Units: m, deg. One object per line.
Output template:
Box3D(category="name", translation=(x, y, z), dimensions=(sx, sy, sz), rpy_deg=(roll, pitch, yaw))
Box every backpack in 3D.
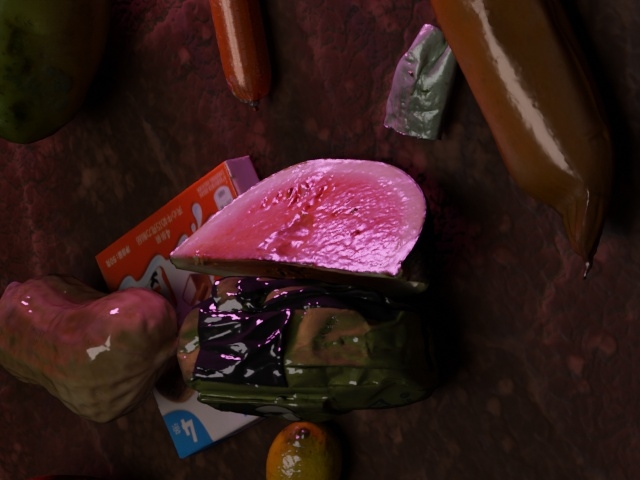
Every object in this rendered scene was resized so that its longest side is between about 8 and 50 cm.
Box3D(category="backpack", translation=(-0.006, 0.109, 1.822), dimensions=(0.253, 0.207, 0.140), rpy_deg=(0, 81, 11))

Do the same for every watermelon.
Box3D(category="watermelon", translation=(0.015, 0.014, 1.852), dimensions=(0.303, 0.159, 0.128), rpy_deg=(4, 133, 39))

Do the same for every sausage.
Box3D(category="sausage", translation=(0.196, -0.125, 1.652), dimensions=(0.112, 0.112, 0.328), rpy_deg=(-29, 81, 44))
Box3D(category="sausage", translation=(-0.100, -0.306, 1.922), dimensions=(0.053, 0.053, 0.347), rpy_deg=(-4, 98, 44))

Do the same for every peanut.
Box3D(category="peanut", translation=(-0.270, 0.123, 2.073), dimensions=(0.291, 0.143, 0.159), rpy_deg=(6, 96, 47))

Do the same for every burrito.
Box3D(category="burrito", translation=(0.099, -0.155, 1.781), dimensions=(0.074, 0.044, 0.118), rpy_deg=(34, 126, 37))

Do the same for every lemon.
Box3D(category="lemon", translation=(-0.018, 0.245, 1.973), dimensions=(0.082, 0.082, 0.110), rpy_deg=(31, 121, 34))

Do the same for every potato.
Box3D(category="potato", translation=(-0.334, -0.259, 2.057), dimensions=(0.216, 0.216, 0.304), rpy_deg=(24, 127, 38))

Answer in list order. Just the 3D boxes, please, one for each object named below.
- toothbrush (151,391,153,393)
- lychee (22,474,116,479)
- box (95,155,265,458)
Box3D(category="toothbrush", translation=(-0.307, 0.137, 2.257), dimensions=(0.297, 0.030, 0.030), rpy_deg=(17, 138, 38))
Box3D(category="lychee", translation=(-0.323, 0.398, 2.187), dimensions=(0.255, 0.300, 0.255), rpy_deg=(159, 90, -86))
Box3D(category="box", translation=(-0.119, 0.080, 2.046), dimensions=(0.273, 0.048, 0.265), rpy_deg=(-34, 77, 43))
